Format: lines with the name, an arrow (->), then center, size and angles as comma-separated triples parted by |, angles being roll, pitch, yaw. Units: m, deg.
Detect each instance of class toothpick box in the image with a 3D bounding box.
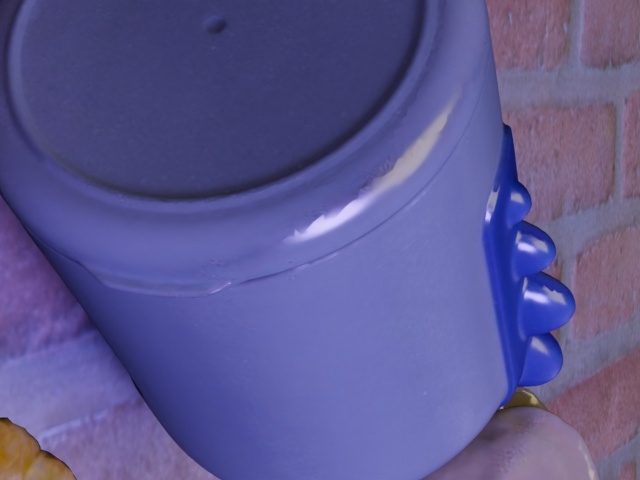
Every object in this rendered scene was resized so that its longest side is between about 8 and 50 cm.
toothpick box -> 0.000, 0.000, 0.834 | 0.355, 0.263, 0.263 | 71, 36, -56

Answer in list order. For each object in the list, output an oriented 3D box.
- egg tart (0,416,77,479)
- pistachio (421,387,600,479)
egg tart -> -0.194, 0.141, 0.560 | 0.241, 0.106, 0.241 | -27, 139, -27
pistachio -> 0.089, 0.260, 1.116 | 0.208, 0.226, 0.332 | 172, -66, -82
